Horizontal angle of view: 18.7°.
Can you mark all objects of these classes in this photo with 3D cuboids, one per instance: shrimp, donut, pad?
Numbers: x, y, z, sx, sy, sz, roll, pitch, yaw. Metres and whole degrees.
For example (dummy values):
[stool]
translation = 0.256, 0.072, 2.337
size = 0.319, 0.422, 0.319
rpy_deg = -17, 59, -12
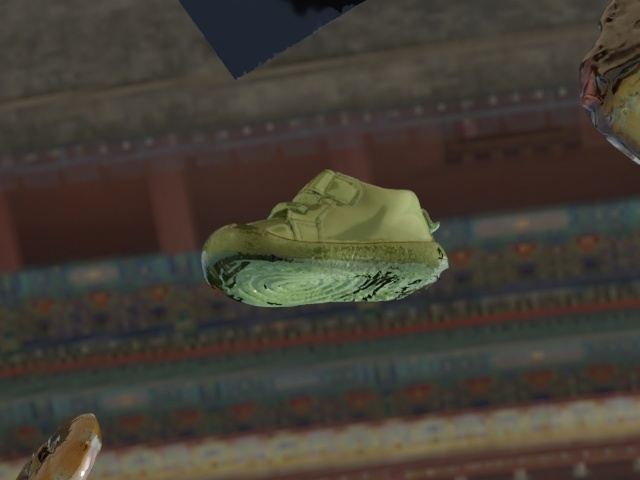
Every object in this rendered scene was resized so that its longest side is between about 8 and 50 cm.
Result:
[shrimp]
translation = -0.334, 0.284, 2.161
size = 0.287, 0.063, 0.152
rpy_deg = -39, -156, 32
[donut]
translation = 0.394, -0.204, 1.707
size = 0.345, 0.136, 0.259
rpy_deg = -25, -154, 26
[pad]
translation = -0.096, -0.378, 2.161
size = 0.247, 0.367, 0.007
rpy_deg = -29, -155, 17

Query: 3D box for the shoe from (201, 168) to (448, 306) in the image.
[shoe]
translation = 0.001, 0.007, 1.956
size = 0.262, 0.140, 0.128
rpy_deg = 4, -126, -23
